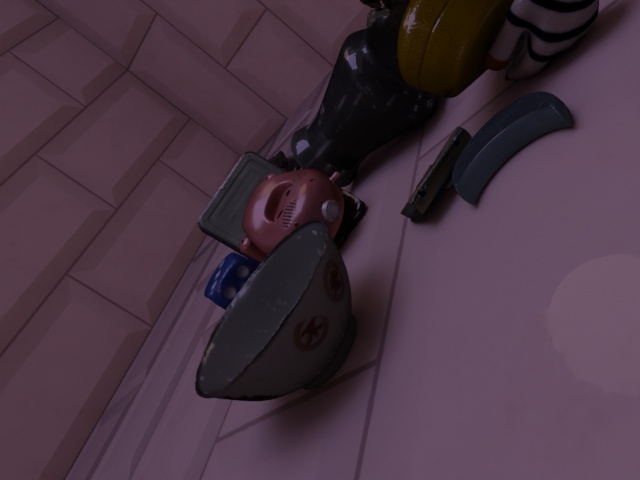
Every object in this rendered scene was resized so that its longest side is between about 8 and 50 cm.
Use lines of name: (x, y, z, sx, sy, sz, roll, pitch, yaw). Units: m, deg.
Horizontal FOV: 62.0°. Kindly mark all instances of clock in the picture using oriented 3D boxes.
clock: (-0.057, -0.060, 1.187, 0.241, 0.142, 0.227, -4, 61, 49)

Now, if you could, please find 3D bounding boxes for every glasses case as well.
glasses case: (0.254, -0.392, 0.936, 0.371, 0.141, 0.173, -44, -27, -41)

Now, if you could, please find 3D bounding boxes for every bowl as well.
bowl: (-0.044, 0.142, 0.883, 0.337, 0.157, 0.337, -46, 18, 20)

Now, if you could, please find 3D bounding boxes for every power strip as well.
power strip: (0.266, -0.137, 0.797, 0.216, 0.044, 0.137, -42, 19, 33)

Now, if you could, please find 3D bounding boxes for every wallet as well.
wallet: (0.000, 0.000, 1.217, 0.255, 0.031, 0.137, -55, 35, 4)
wallet: (0.195, -0.106, 0.902, 0.155, 0.039, 0.110, -55, -5, -7)

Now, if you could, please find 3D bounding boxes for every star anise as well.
star anise: (-0.175, -0.166, 1.801, 0.331, 0.117, 0.332, -44, -19, -19)

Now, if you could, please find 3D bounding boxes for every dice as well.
dice: (-0.209, 0.123, 1.396, 0.146, 0.143, 0.146, -61, 19, -13)

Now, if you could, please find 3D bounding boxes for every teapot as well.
teapot: (0.093, -0.324, 1.288, 0.344, 0.253, 0.300, -45, 32, 42)

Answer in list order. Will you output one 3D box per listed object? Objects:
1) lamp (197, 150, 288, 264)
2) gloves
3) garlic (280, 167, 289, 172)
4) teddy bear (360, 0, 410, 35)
lamp: (-0.161, -0.082, 1.472, 0.269, 0.266, 0.047, -59, -3, -17)
gloves: (0.357, -0.339, 0.855, 0.140, 0.131, 0.219, -51, -22, -25)
garlic: (-0.179, -0.108, 1.606, 0.245, 0.244, 0.160, -60, 16, -21)
teddy bear: (0.239, -0.609, 1.270, 0.357, 0.367, 0.224, -43, 38, 6)
